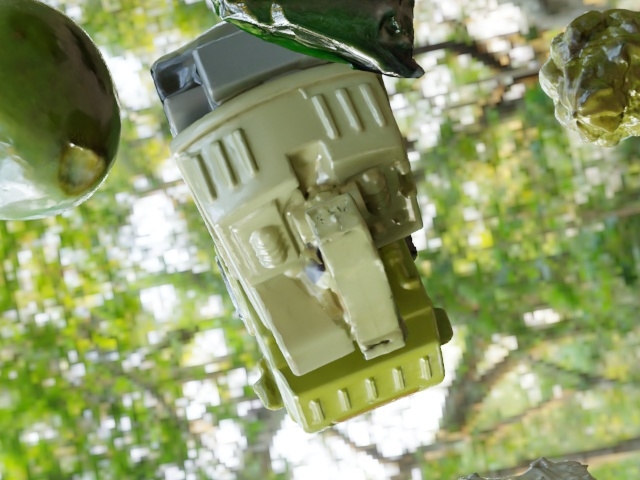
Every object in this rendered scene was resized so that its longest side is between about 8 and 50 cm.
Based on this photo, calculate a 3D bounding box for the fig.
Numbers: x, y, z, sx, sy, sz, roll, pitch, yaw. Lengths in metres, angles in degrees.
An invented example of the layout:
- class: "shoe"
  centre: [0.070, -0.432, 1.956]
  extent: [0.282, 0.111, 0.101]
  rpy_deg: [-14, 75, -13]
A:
- class: "fig"
  centre: [-0.244, -0.103, 1.308]
  extent: [0.181, 0.191, 0.181]
  rpy_deg: [-34, -38, -31]

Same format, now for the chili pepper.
- class: "chili pepper"
  centre: [0.009, -0.237, 0.946]
  extent: [0.116, 0.148, 0.265]
  rpy_deg: [-152, 73, -69]

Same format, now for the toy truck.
- class: "toy truck"
  centre: [0.000, 0.000, 1.283]
  extent: [0.405, 0.180, 0.254]
  rpy_deg: [76, 175, -59]

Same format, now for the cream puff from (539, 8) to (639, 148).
- class: "cream puff"
  centre: [0.275, -0.163, 1.569]
  extent: [0.116, 0.146, 0.146]
  rpy_deg: [28, -128, -69]

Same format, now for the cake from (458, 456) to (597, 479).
- class: "cake"
  centre: [0.169, 0.257, 1.246]
  extent: [0.134, 0.135, 0.147]
  rpy_deg: [-131, 40, -66]
